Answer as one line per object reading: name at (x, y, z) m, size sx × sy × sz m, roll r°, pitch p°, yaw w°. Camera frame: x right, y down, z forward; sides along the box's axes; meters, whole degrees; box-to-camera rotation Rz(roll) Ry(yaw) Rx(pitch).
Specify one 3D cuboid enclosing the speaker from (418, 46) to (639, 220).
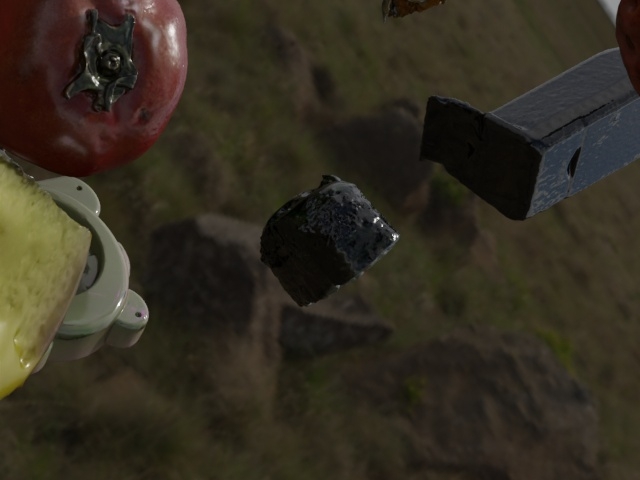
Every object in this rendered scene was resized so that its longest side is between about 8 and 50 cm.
speaker at (0.361, -0.189, 2.146) m, size 0.184 × 0.388 × 0.180 m, roll 47°, pitch -31°, yaw 30°

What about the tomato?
tomato at (-0.361, -0.259, 2.026) m, size 0.293 × 0.325 × 0.290 m, roll 14°, pitch 2°, yaw -32°

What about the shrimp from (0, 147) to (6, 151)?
shrimp at (-0.549, -0.147, 2.361) m, size 0.062 × 0.317 × 0.164 m, roll 1°, pitch 79°, yaw -32°

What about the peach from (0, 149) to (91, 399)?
peach at (-0.405, 0.011, 1.256) m, size 0.242 × 0.306 × 0.380 m, roll 22°, pitch -9°, yaw 19°

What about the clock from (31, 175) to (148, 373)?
clock at (-0.424, 0.050, 2.131) m, size 0.284 × 0.114 × 0.309 m, roll -13°, pitch 58°, yaw -38°

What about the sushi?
sushi at (0.000, 0.000, 1.751) m, size 0.127 × 0.124 × 0.225 m, roll 51°, pitch -20°, yaw -3°

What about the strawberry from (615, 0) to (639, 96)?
strawberry at (0.339, -0.251, 1.110) m, size 0.265 × 0.336 × 0.149 m, roll 2°, pitch 10°, yaw -36°

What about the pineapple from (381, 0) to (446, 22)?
pineapple at (0.175, -0.351, 1.383) m, size 0.158 × 0.335 × 0.161 m, roll 60°, pitch 14°, yaw -16°
